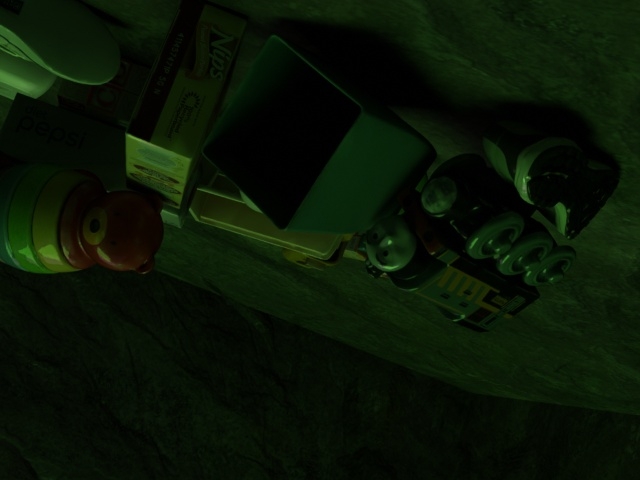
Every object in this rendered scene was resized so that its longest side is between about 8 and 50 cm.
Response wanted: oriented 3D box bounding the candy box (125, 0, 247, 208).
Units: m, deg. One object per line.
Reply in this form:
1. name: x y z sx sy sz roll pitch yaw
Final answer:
1. candy box: -0.175 -0.162 1.466 0.088 0.183 0.316 22 168 -6

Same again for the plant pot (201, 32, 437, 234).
1. plant pot: 0.021 -0.110 1.379 0.165 0.165 0.234 44 -161 31

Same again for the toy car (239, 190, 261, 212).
1. toy car: -0.019 -0.089 1.569 0.182 0.159 0.136 20 -160 -9

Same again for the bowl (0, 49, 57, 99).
1. bowl: -0.495 -0.263 1.841 0.142 0.053 0.142 21 169 -23

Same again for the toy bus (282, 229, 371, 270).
1. toy bus: 0.001 0.003 2.193 0.191 0.104 0.202 12 168 29

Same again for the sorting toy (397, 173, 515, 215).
1. sorting toy: 0.127 -0.081 1.683 0.366 0.127 0.126 19 -161 10

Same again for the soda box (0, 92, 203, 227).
1. soda box: -0.321 -0.115 1.700 0.286 0.098 0.091 20 168 0

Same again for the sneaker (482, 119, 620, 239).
1. sneaker: 0.281 -0.082 1.413 0.108 0.100 0.271 42 -173 32

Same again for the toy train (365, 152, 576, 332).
1. toy train: 0.190 0.014 1.471 0.334 0.190 0.142 23 -148 -55

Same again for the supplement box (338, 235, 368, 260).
1. supplement box: 0.050 0.010 2.323 0.098 0.036 0.062 11 166 34

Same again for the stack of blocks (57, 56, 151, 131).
1. stack of blocks: -0.300 -0.191 1.779 0.171 0.087 0.297 19 169 -6

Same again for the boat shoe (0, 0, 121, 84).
1. boat shoe: -0.383 -0.278 1.485 0.268 0.096 0.088 23 172 -17

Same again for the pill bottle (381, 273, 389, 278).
1. pill bottle: 0.193 0.028 1.992 0.194 0.108 0.108 13 167 29

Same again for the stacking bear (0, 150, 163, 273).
1. stacking bear: -0.348 -0.027 1.579 0.289 0.175 0.164 9 173 23

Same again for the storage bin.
1. storage bin: -0.082 -0.080 1.878 0.260 0.123 0.262 17 168 8
